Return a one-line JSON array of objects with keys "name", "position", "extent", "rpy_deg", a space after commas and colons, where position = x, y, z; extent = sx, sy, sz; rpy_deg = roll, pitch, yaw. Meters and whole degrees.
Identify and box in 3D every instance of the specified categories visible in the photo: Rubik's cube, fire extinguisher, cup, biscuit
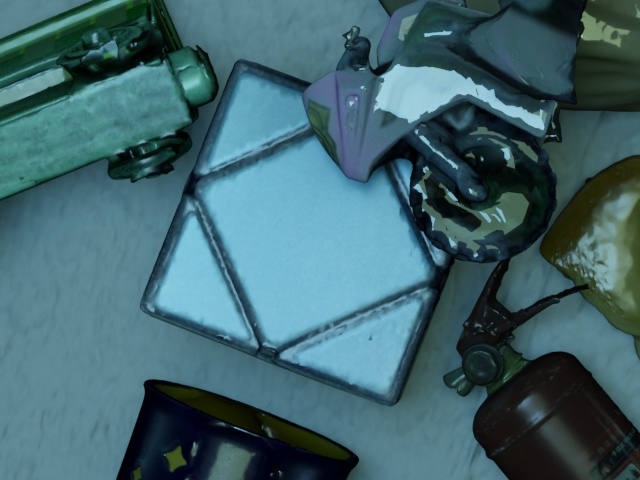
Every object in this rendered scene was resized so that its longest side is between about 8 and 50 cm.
[{"name": "Rubik's cube", "position": [0.000, 0.000, 1.514], "extent": [0.205, 0.207, 0.205], "rpy_deg": [21, 88, 2]}, {"name": "fire extinguisher", "position": [0.219, 0.163, 1.539], "extent": [0.147, 0.106, 0.337], "rpy_deg": [-40, 87, 14]}, {"name": "cup", "position": [-0.061, 0.267, 1.501], "extent": [0.255, 0.178, 0.256], "rpy_deg": [19, 90, 31]}, {"name": "biscuit", "position": [0.304, 0.069, 1.576], "extent": [0.154, 0.045, 0.299], "rpy_deg": [-33, 87, 1]}]

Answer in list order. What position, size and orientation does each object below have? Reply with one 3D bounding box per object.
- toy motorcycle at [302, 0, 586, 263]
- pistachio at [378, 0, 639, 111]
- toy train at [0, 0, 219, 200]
[{"name": "toy motorcycle", "position": [0.101, -0.154, 1.365], "extent": [0.188, 0.143, 0.327], "rpy_deg": [16, 85, 4]}, {"name": "pistachio", "position": [0.177, -0.210, 1.527], "extent": [0.332, 0.207, 0.226], "rpy_deg": [13, 43, 17]}, {"name": "toy train", "position": [-0.226, -0.090, 1.536], "extent": [0.301, 0.202, 0.120], "rpy_deg": [-23, 109, 1]}]
